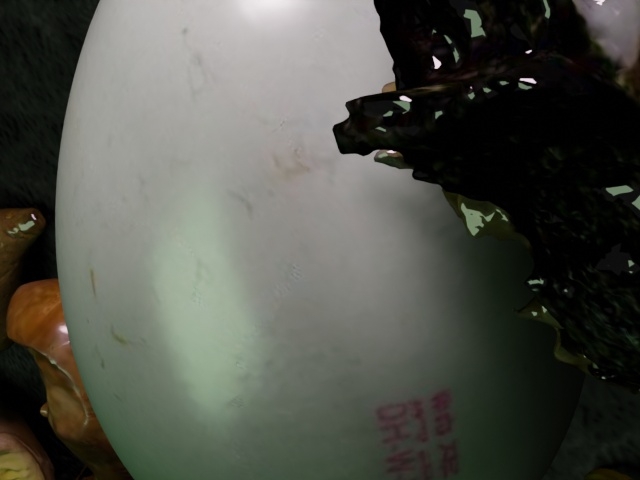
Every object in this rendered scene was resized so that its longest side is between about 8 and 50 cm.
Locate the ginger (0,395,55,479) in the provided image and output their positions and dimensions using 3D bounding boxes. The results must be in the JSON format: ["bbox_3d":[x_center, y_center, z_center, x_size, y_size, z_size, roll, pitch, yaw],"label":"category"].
[{"bbox_3d":[-0.265,0.111,1.213,0.294,0.086,0.131,45,163,27],"label":"ginger"}]

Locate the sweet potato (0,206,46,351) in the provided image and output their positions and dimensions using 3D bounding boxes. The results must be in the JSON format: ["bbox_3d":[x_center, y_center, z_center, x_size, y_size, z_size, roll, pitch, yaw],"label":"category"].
[{"bbox_3d":[-0.211,0.040,1.078,0.249,0.059,0.069,-35,74,64],"label":"sweet potato"}]

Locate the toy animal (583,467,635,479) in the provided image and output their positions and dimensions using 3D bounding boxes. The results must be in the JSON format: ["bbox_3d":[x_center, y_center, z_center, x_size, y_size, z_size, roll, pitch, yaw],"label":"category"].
[{"bbox_3d":[0.175,0.174,0.682,0.095,0.155,0.219,48,-155,-48],"label":"toy animal"}]

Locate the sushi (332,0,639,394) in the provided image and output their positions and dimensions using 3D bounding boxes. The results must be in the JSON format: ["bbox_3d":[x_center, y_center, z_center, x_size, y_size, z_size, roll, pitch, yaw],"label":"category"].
[{"bbox_3d":[0.085,-0.038,0.496,0.115,0.147,0.212,-6,125,51],"label":"sushi"}]

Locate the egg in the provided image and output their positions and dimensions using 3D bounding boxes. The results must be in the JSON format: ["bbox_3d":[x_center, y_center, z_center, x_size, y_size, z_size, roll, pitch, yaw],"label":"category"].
[{"bbox_3d":[0.000,0.000,0.618,0.183,0.183,0.264,19,130,43],"label":"egg"}]

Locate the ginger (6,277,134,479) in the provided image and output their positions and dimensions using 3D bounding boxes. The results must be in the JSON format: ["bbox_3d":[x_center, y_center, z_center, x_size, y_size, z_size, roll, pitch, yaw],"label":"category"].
[{"bbox_3d":[-0.097,0.125,0.967,0.133,0.107,0.309,25,148,14],"label":"ginger"}]
